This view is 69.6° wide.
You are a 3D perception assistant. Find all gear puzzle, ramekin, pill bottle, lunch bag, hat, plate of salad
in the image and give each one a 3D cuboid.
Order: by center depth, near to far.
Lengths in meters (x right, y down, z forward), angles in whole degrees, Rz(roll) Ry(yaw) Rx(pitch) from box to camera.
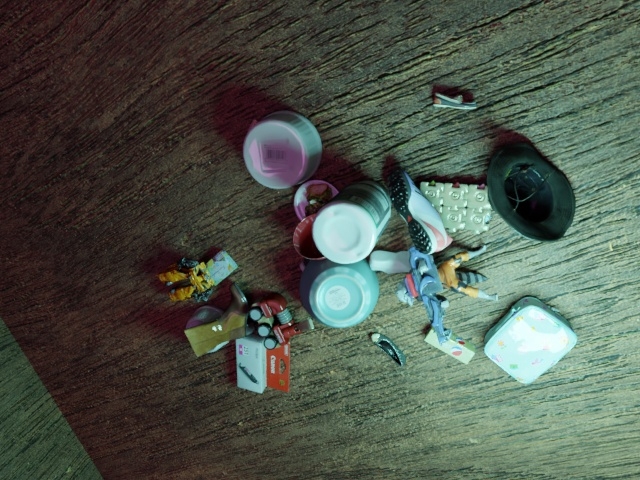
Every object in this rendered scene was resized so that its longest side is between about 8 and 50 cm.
[{"bbox_3d":[0.619,-0.131,1.439,0.331,0.331,0.134,47,154,-2],"label":"hat"},{"bbox_3d":[0.120,-0.078,1.533,0.204,0.361,0.204,7,111,17],"label":"pill bottle"},{"bbox_3d":[0.416,-0.123,1.595,0.339,0.044,0.175,7,113,20],"label":"gear puzzle"},{"bbox_3d":[0.726,0.340,1.614,0.224,0.108,0.279,38,116,9],"label":"lunch bag"},{"bbox_3d":[-0.144,-0.319,1.659,0.277,0.135,0.277,6,114,15],"label":"ramekin"},{"bbox_3d":[-0.011,-0.128,1.738,0.200,0.048,0.199,6,111,17],"label":"plate of salad"},{"bbox_3d":[-0.508,0.406,2.080,0.207,0.109,0.207,7,111,18],"label":"ramekin"}]

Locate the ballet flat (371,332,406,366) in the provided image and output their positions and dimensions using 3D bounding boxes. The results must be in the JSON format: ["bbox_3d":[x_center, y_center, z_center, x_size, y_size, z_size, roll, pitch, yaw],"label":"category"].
[{"bbox_3d":[0.274,0.433,1.843,0.173,0.049,0.057,39,116,2],"label":"ballet flat"}]

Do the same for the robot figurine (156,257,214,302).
[{"bbox_3d":[-0.582,0.173,2.007,0.291,0.085,0.211,-15,107,35],"label":"robot figurine"}]

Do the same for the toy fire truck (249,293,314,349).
[{"bbox_3d":[-0.147,0.324,1.910,0.246,0.158,0.217,-21,101,13],"label":"toy fire truck"}]

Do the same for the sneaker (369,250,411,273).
[{"bbox_3d":[0.288,0.093,1.708,0.212,0.080,0.094,8,138,8],"label":"sneaker"}]

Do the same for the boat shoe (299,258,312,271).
[{"bbox_3d":[0.011,0.155,1.819,0.219,0.078,0.070,48,118,0],"label":"boat shoe"}]

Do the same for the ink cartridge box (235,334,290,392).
[{"bbox_3d":[-0.261,0.565,2.080,0.239,0.060,0.275,9,112,18],"label":"ink cartridge box"}]

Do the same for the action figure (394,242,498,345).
[{"bbox_3d":[0.423,0.180,1.581,0.330,0.178,0.341,-9,79,9],"label":"action figure"}]

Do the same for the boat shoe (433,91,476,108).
[{"bbox_3d":[0.428,-0.444,1.465,0.137,0.049,0.043,13,111,20],"label":"boat shoe"}]

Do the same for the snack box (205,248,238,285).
[{"bbox_3d":[-0.437,0.117,1.986,0.141,0.037,0.100,-39,93,28],"label":"snack box"}]

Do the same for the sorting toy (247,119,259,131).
[{"bbox_3d":[-0.245,-0.405,1.738,0.062,0.012,0.083,37,117,3],"label":"sorting toy"}]

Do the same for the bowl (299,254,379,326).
[{"bbox_3d":[0.072,0.197,1.709,0.312,0.163,0.311,0,97,0],"label":"bowl"}]

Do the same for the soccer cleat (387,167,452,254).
[{"bbox_3d":[0.331,-0.107,1.556,0.318,0.116,0.108,67,151,16],"label":"soccer cleat"}]

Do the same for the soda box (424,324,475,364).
[{"bbox_3d":[0.489,0.388,1.745,0.181,0.058,0.061,29,116,7],"label":"soda box"}]

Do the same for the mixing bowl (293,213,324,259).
[{"bbox_3d":[0.000,0.000,1.707,0.181,0.098,0.181,-7,67,17],"label":"mixing bowl"}]

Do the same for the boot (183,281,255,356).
[{"bbox_3d":[-0.441,0.332,1.957,0.280,0.096,0.264,-18,119,-18],"label":"boot"}]
